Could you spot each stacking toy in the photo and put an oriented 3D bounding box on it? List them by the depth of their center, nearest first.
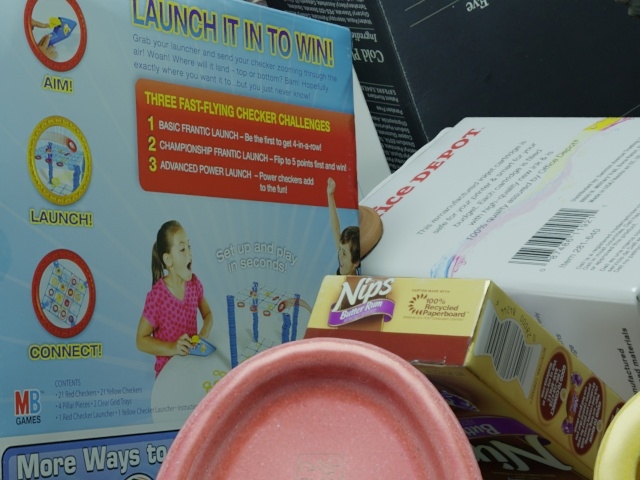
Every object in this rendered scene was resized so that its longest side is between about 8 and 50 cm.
[{"bbox_3d":[0.075,0.192,0.672,0.309,0.130,0.279,6,60,13],"label":"stacking toy"}]

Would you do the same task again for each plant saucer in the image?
[{"bbox_3d":[0.000,0.000,1.002,0.083,0.013,0.083,-21,24,10],"label":"plant saucer"}]

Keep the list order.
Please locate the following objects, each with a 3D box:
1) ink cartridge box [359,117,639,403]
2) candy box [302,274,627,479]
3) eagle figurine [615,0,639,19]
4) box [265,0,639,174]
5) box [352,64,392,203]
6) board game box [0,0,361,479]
[{"bbox_3d":[0.154,0.016,0.991,0.278,0.117,0.201,5,35,47],"label":"ink cartridge box"},{"bbox_3d":[0.088,0.083,0.823,0.109,0.186,0.053,0,63,42],"label":"candy box"},{"bbox_3d":[0.391,-0.149,1.080,0.298,0.225,0.226,-14,32,-10],"label":"eagle figurine"},{"bbox_3d":[0.146,-0.213,1.254,0.343,0.312,0.179,-31,25,-23],"label":"box"},{"bbox_3d":[-0.006,-0.043,1.150,0.103,0.203,0.114,-23,21,-5],"label":"box"},{"bbox_3d":[-0.096,0.018,0.824,0.086,0.302,0.308,-6,-6,36],"label":"board game box"}]
